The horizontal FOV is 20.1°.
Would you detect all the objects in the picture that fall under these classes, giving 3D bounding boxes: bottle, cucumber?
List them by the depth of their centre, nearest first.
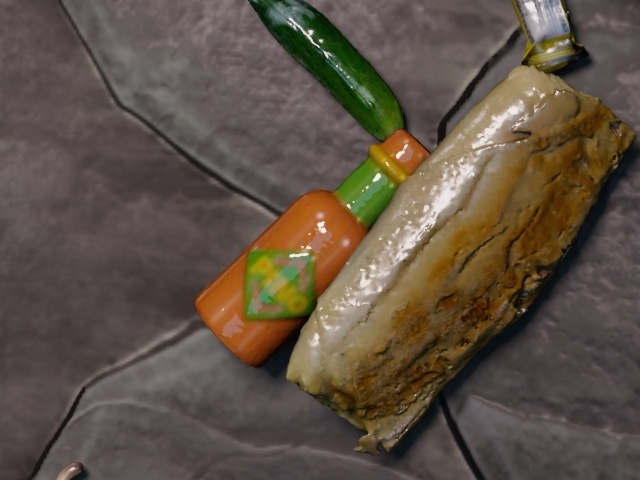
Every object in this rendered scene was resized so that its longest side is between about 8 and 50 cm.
[{"bbox_3d":[0.000,0.000,1.209,0.069,0.069,0.187,44,96,2],"label":"bottle"},{"bbox_3d":[0.003,-0.126,1.216,0.155,0.037,0.037,45,97,2],"label":"cucumber"}]

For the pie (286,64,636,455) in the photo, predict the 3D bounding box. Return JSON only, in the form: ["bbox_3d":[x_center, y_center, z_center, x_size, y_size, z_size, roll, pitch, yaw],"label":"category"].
[{"bbox_3d":[0.087,0.014,1.189,0.128,0.068,0.282,35,93,-33],"label":"pie"}]

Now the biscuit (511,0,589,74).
[{"bbox_3d":[0.116,-0.251,1.200,0.048,0.026,0.292,-17,91,12],"label":"biscuit"}]

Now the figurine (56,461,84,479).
[{"bbox_3d":[-0.172,0.201,1.256,0.051,0.047,0.083,-26,95,-3],"label":"figurine"}]
